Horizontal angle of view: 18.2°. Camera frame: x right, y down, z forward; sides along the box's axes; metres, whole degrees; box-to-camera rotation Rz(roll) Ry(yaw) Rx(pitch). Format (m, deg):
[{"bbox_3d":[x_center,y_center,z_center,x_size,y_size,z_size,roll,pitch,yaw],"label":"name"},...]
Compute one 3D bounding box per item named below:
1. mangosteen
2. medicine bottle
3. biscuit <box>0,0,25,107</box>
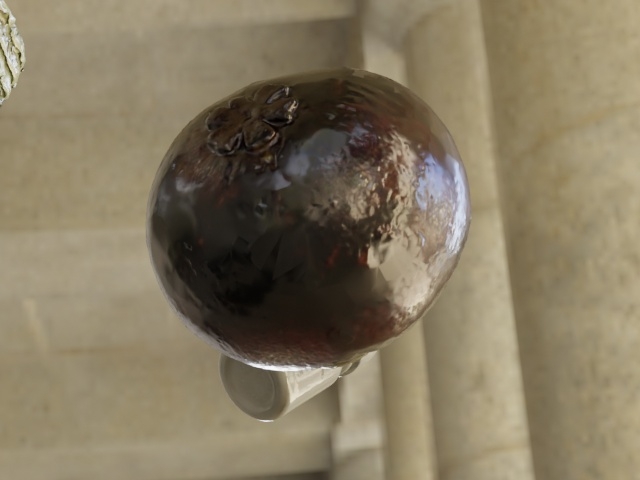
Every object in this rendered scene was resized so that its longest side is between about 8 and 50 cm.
[{"bbox_3d":[-0.007,-0.007,1.815,0.297,0.297,0.293,-13,-69,5],"label":"mangosteen"},{"bbox_3d":[-0.023,0.120,2.181,0.168,0.105,0.105,-29,-2,-44],"label":"medicine bottle"},{"bbox_3d":[-0.230,-0.158,0.900,0.147,0.046,0.250,11,-34,18],"label":"biscuit"}]
